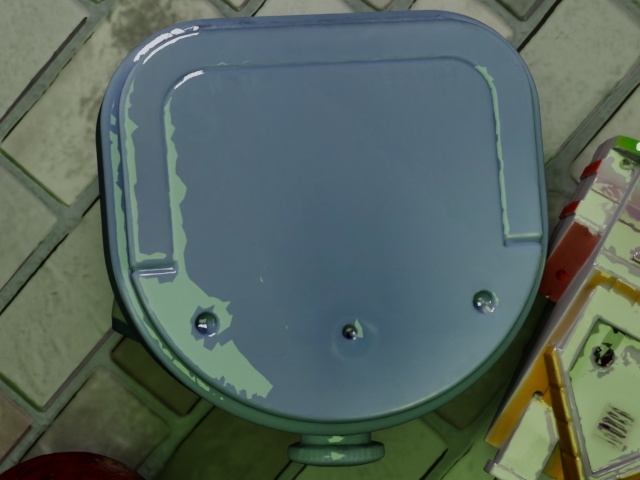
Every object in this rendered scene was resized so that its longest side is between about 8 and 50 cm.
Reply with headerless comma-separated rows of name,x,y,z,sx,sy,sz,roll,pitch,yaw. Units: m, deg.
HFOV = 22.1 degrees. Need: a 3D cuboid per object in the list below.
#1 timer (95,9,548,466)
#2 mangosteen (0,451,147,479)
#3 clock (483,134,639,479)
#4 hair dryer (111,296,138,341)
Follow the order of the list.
timer,0.000,0.000,1.377,0.395,0.173,0.395,1,88,-13
mangosteen,-0.238,0.300,1.405,0.257,0.215,0.215,-28,92,23
clock,0.273,0.101,1.392,0.235,0.166,0.309,29,86,0
hair dryer,-0.076,0.025,1.457,0.199,0.067,0.167,13,88,-10
